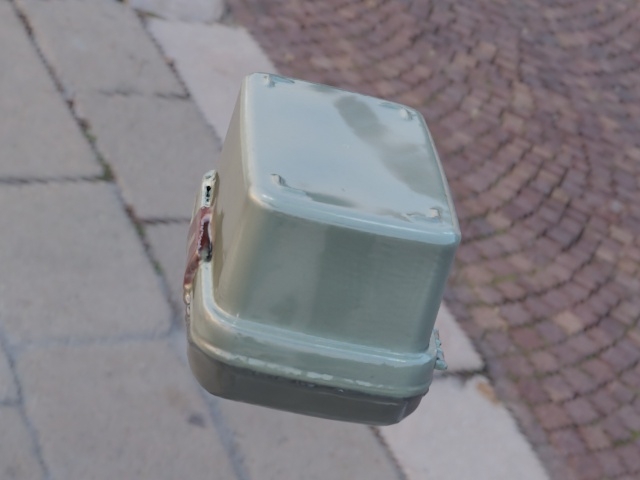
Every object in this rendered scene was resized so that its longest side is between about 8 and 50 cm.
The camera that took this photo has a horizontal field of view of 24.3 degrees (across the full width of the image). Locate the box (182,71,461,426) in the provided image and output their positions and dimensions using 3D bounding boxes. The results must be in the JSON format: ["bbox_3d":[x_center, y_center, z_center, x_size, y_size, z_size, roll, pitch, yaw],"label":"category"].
[{"bbox_3d":[0.000,0.000,0.856,0.148,0.129,0.210,12,25,-10],"label":"box"}]
